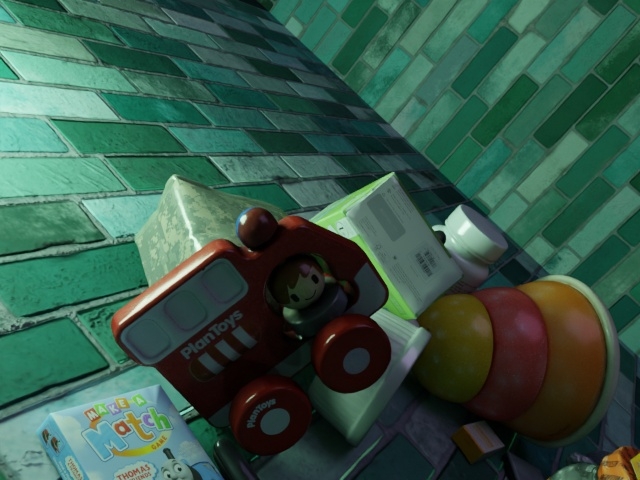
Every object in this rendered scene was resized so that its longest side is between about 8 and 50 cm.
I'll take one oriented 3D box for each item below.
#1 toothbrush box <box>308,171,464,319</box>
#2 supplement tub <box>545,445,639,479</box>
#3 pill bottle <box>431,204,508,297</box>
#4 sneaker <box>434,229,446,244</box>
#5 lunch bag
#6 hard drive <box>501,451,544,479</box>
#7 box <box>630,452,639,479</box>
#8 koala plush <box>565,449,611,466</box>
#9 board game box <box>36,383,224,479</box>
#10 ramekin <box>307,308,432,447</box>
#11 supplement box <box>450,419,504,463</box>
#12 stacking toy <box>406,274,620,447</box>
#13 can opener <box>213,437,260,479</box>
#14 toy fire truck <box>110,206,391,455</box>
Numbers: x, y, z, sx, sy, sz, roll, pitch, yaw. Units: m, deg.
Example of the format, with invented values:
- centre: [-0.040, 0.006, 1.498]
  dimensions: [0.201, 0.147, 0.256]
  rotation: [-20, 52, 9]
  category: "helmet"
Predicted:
- centre: [0.081, 0.026, 1.190]
  dimensions: [0.206, 0.122, 0.283]
  rotation: [55, -23, -5]
  category: "toothbrush box"
- centre: [0.286, 0.409, 0.811]
  dimensions: [0.207, 0.338, 0.207]
  rotation: [34, 22, -16]
  category: "supplement tub"
- centre: [0.256, 0.070, 1.486]
  dimensions: [0.160, 0.283, 0.160]
  rotation: [33, 23, -16]
  category: "pill bottle"
- centre: [0.166, 0.071, 1.374]
  dimensions: [0.100, 0.271, 0.108]
  rotation: [-9, 61, -40]
  category: "sneaker"
- centre: [-0.115, 0.051, 1.079]
  dimensions: [0.287, 0.169, 0.235]
  rotation: [15, 32, -39]
  category: "lunch bag"
- centre: [0.395, 0.470, 1.296]
  dimensions: [0.094, 0.022, 0.135]
  rotation: [33, 23, -19]
  category: "hard drive"
- centre: [0.392, 0.287, 0.721]
  dimensions: [0.136, 0.028, 0.081]
  rotation: [36, 23, -6]
  category: "box"
- centre: [0.598, 0.503, 1.370]
  dimensions: [0.196, 0.203, 0.221]
  rotation: [18, 19, -45]
  category: "koala plush"
- centre: [-0.182, 0.261, 0.741]
  dimensions: [0.211, 0.039, 0.160]
  rotation: [48, 23, 21]
  category: "board game box"
- centre: [0.069, 0.199, 1.058]
  dimensions: [0.109, 0.207, 0.207]
  rotation: [33, 20, 11]
  category: "ramekin"
- centre: [0.294, 0.376, 1.293]
  dimensions: [0.098, 0.036, 0.062]
  rotation: [10, 36, -52]
  category: "supplement box"
- centre: [0.293, 0.207, 1.344]
  dimensions: [0.479, 0.351, 0.351]
  rotation: [12, 32, -23]
  category: "stacking toy"
- centre: [-0.068, 0.311, 0.815]
  dimensions: [0.073, 0.059, 0.186]
  rotation: [-28, 57, -38]
  category: "can opener"
- centre: [-0.070, 0.096, 0.866]
  dimensions: [0.254, 0.302, 0.169]
  rotation: [55, -4, -31]
  category: "toy fire truck"
